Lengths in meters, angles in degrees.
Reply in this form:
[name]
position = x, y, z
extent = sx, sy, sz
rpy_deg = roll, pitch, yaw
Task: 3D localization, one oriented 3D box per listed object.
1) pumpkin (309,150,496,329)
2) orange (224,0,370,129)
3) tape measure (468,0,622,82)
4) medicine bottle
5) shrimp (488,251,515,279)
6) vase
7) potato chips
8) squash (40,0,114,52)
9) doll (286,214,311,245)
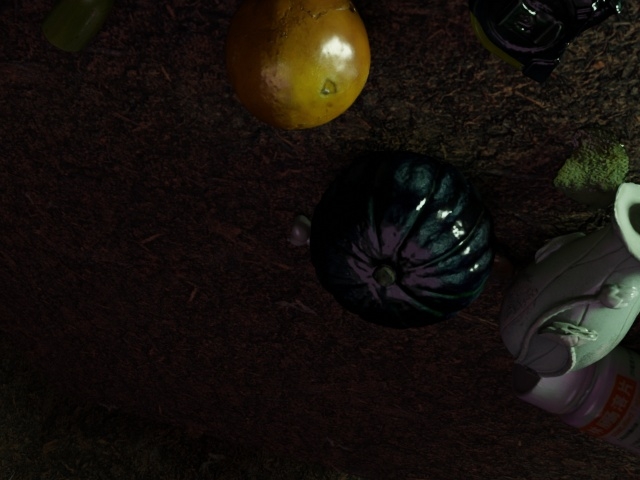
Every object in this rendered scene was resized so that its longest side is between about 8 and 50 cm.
[pumpkin]
position = 0.154, -0.003, 1.343
extent = 0.364, 0.266, 0.363
rpy_deg = 15, 128, 19
[orange]
position = -0.039, -0.296, 1.103
extent = 0.240, 0.240, 0.240
rpy_deg = 15, 144, 11
[tape measure]
position = 0.300, -0.333, 0.980
extent = 0.186, 0.112, 0.199
rpy_deg = 30, 143, -7
[medicine bottle]
position = 0.659, 0.344, 1.581
extent = 0.388, 0.219, 0.219
rpy_deg = 25, 145, -3
[shrimp]
position = 0.303, 0.036, 1.517
extent = 0.251, 0.052, 0.143
rpy_deg = 24, 158, 11
[vase]
position = 0.518, 0.085, 1.306
extent = 0.250, 0.250, 0.445
rpy_deg = 23, 143, -1
[potato chips]
position = 0.482, -0.121, 1.235
extent = 0.142, 0.026, 0.209
rpy_deg = -10, 136, 33
[squash]
position = -0.431, -0.431, 1.268
extent = 0.095, 0.095, 0.188
rpy_deg = 41, 138, -25
[doll]
position = 0.000, 0.000, 1.625
extent = 0.160, 0.059, 0.161
rpy_deg = 41, 141, -25
